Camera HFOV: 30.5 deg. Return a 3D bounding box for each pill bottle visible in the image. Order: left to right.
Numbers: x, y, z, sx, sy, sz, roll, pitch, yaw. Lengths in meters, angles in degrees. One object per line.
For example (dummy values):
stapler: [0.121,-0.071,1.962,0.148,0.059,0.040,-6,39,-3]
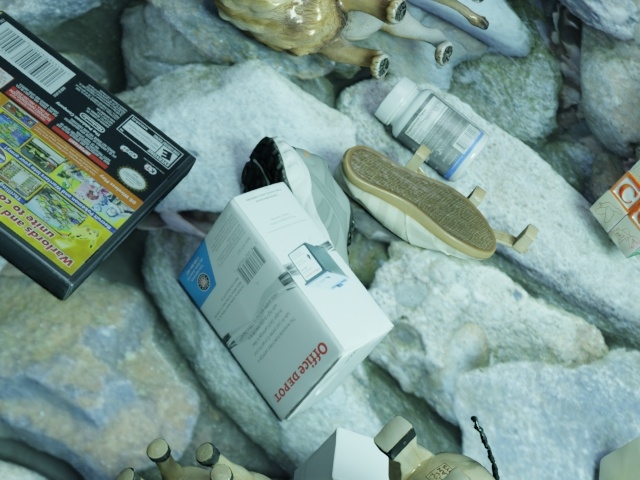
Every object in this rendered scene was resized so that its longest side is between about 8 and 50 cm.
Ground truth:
pill bottle: [0.142,-0.145,1.510,0.137,0.078,0.078,39,43,2]

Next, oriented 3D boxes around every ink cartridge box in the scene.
ink cartridge box: [-0.039,0.061,1.174,0.082,0.140,0.191,-24,69,-45]

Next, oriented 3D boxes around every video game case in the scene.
video game case: [-0.301,-0.097,1.219,0.275,0.035,0.248,37,43,-1]

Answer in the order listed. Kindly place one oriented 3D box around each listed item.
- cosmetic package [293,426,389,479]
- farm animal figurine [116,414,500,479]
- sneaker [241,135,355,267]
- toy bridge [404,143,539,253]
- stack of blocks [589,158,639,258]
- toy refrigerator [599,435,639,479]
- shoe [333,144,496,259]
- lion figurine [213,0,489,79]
cosmetic package: [0.099,0.260,1.122,0.239,0.099,0.060,21,45,-15]
farm animal figurine: [0.017,0.270,0.942,0.330,0.326,0.172,59,1,41]
sneaker: [0.000,0.000,1.284,0.108,0.100,0.272,9,50,-34]
toy bridge: [0.181,-0.040,1.455,0.188,0.063,0.026,37,43,-2]
stack of blocks: [0.504,-0.065,1.604,0.297,0.171,0.087,-17,64,-40]
toy refrigerator: [0.347,0.343,1.217,0.102,0.094,0.270,32,44,-15]
shoe: [0.113,-0.039,1.417,0.219,0.058,0.077,32,51,-7]
lion figurine: [0.045,-0.313,1.563,0.240,0.142,0.392,25,20,29]
